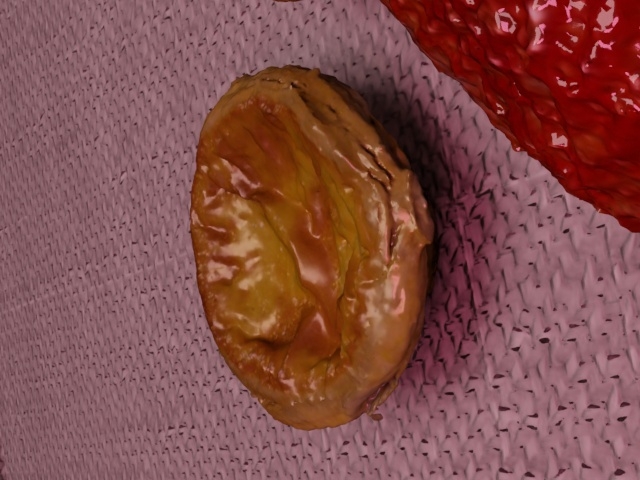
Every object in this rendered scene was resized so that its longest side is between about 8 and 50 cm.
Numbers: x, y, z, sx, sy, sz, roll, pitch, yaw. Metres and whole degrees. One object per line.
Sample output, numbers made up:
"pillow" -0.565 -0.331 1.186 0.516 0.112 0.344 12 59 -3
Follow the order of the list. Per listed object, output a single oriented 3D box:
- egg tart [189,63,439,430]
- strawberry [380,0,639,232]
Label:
"egg tart" -0.001 0.000 1.011 0.341 0.132 0.341 15 108 55
"strawberry" 0.162 -0.141 0.585 0.351 0.267 0.312 22 138 9
